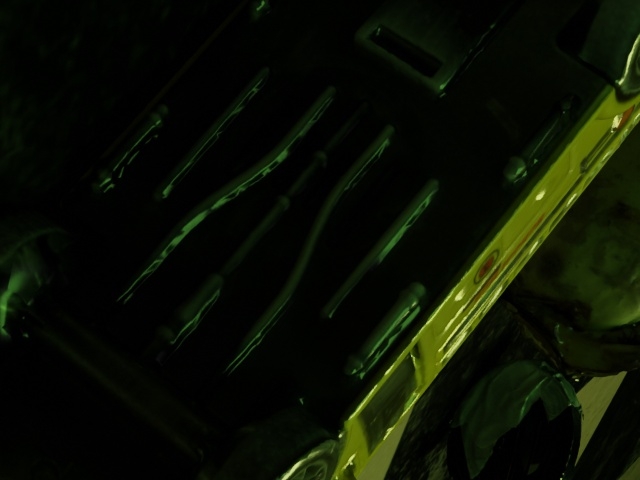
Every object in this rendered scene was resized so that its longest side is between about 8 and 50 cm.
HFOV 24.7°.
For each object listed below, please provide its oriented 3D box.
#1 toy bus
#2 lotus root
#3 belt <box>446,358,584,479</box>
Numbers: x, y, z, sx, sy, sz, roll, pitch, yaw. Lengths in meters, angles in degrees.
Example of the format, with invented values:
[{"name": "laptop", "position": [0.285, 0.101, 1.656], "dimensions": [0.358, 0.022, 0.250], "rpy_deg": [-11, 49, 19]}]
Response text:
[{"name": "toy bus", "position": [0.011, -0.016, 0.558], "dimensions": [0.330, 0.144, 0.152], "rpy_deg": [-50, 159, -13]}, {"name": "lotus root", "position": [0.244, -0.046, 0.959], "dimensions": [0.309, 0.173, 0.173], "rpy_deg": [-41, 159, 2]}, {"name": "belt", "position": [0.162, 0.166, 1.214], "dimensions": [0.058, 0.105, 0.140], "rpy_deg": [20, 88, -69]}]
